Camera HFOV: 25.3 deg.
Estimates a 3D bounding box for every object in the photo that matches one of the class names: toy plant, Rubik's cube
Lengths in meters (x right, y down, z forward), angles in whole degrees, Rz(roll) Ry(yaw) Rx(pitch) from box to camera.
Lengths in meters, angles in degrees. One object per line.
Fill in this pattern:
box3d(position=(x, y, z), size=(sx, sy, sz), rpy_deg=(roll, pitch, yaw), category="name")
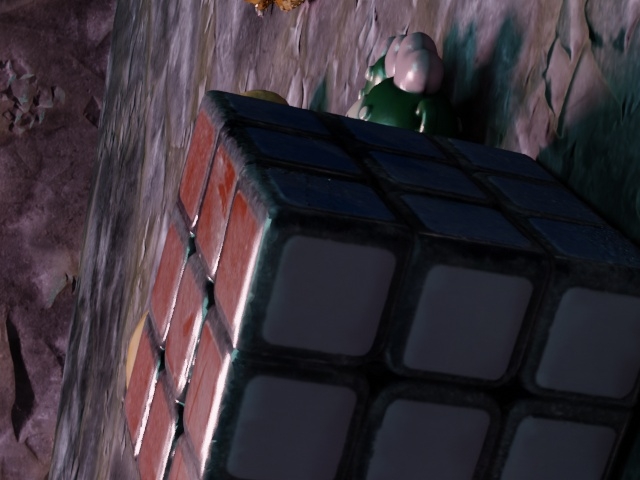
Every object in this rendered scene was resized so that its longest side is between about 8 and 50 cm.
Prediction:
box3d(position=(0.072, -0.084, 1.373), size=(0.243, 0.112, 0.233), rpy_deg=(-146, 62, -77), category="toy plant")
box3d(position=(0.039, 0.087, 1.075), size=(0.305, 0.301, 0.304), rpy_deg=(-119, 42, -64), category="Rubik's cube")

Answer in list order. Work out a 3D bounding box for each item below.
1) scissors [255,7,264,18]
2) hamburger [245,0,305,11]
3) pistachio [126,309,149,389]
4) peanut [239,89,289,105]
box3d(position=(-0.069, -0.431, 2.154), size=(0.133, 0.020, 0.187), rpy_deg=(-119, 44, -68), category="scissors")
box3d(position=(-0.055, -0.396, 1.930), size=(0.182, 0.118, 0.191), rpy_deg=(-99, 28, -53), category="hamburger")
box3d(position=(-0.102, 0.150, 1.621), size=(0.309, 0.230, 0.230), rpy_deg=(140, 136, -58), category="pistachio")
box3d(position=(-0.100, -0.052, 1.859), size=(0.120, 0.136, 0.298), rpy_deg=(-101, 24, -74), category="peanut")
